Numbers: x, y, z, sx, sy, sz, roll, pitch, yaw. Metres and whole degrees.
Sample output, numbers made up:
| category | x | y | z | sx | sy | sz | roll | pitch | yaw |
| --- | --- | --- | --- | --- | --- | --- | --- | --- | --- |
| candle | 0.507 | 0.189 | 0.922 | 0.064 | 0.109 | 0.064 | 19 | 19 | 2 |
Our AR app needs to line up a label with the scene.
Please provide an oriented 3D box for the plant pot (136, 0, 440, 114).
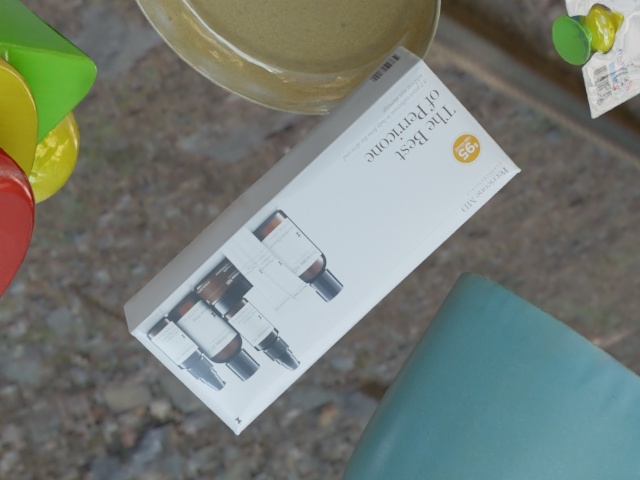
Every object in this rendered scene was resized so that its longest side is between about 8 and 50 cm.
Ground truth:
| category | x | y | z | sx | sy | sz | roll | pitch | yaw |
| --- | --- | --- | --- | --- | --- | --- | --- | --- | --- |
| plant pot | -0.027 | -0.190 | 1.095 | 0.236 | 0.236 | 0.032 | -54 | -178 | 47 |

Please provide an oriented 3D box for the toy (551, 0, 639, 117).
| category | x | y | z | sx | sy | sz | roll | pitch | yaw |
| --- | --- | --- | --- | --- | --- | --- | --- | --- | --- |
| toy | 0.280 | -0.212 | 1.383 | 0.237 | 0.137 | 0.056 | -31 | -154 | -33 |

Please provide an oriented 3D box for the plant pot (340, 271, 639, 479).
| category | x | y | z | sx | sy | sz | roll | pitch | yaw |
| --- | --- | --- | --- | --- | --- | --- | --- | --- | --- |
| plant pot | 0.141 | 0.204 | 1.121 | 0.235 | 0.293 | 0.293 | -52 | 155 | -5 |

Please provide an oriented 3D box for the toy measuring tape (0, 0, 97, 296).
| category | x | y | z | sx | sy | sz | roll | pitch | yaw |
| --- | --- | --- | --- | --- | --- | --- | --- | --- | --- |
| toy measuring tape | -0.161 | -0.018 | 0.381 | 0.121 | 0.121 | 0.330 | -35 | 167 | 20 |

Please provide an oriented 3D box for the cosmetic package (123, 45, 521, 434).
| category | x | y | z | sx | sy | sz | roll | pitch | yaw |
| --- | --- | --- | --- | --- | --- | --- | --- | --- | --- |
| cosmetic package | 0.000 | 0.000 | 1.006 | 0.239 | 0.060 | 0.099 | -44 | 110 | 2 |
